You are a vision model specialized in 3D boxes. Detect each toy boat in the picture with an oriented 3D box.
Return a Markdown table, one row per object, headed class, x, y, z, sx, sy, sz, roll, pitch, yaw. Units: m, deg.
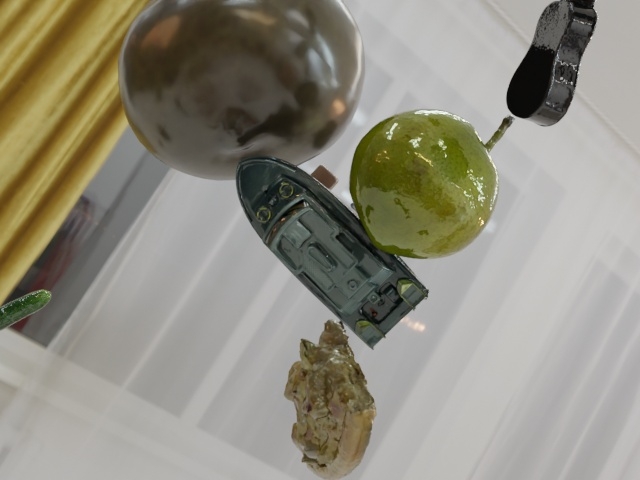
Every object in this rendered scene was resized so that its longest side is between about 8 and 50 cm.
| class | x | y | z | sx | sy | sz | roll | pitch | yaw |
| --- | --- | --- | --- | --- | --- | --- | --- | --- | --- |
| toy boat | 0.000 | 0.002 | 0.895 | 0.296 | 0.114 | 0.122 | 44 | 15 | 1 |

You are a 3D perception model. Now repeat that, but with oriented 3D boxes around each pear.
| class | x | y | z | sx | sy | sz | roll | pitch | yaw |
| --- | --- | --- | --- | --- | --- | --- | --- | --- | --- |
| pear | 0.140 | -0.074 | 0.820 | 0.180 | 0.216 | 0.166 | 63 | -4 | 23 |

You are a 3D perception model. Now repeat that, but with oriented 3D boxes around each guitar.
| class | x | y | z | sx | sy | sz | roll | pitch | yaw |
| --- | --- | --- | --- | --- | --- | --- | --- | --- | --- |
| guitar | 0.256 | -0.243 | 0.673 | 0.038 | 0.271 | 0.084 | 16 | 16 | -18 |

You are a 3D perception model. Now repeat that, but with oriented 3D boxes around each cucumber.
| class | x | y | z | sx | sy | sz | roll | pitch | yaw |
| --- | --- | --- | --- | --- | --- | --- | --- | --- | --- |
| cucumber | -0.506 | 0.120 | 1.126 | 0.037 | 0.155 | 0.037 | 58 | -13 | 21 |

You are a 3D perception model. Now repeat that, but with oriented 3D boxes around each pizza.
| class | x | y | z | sx | sy | sz | roll | pitch | yaw |
| --- | --- | --- | --- | --- | --- | --- | --- | --- | --- |
| pizza | 0.002 | 0.249 | 1.076 | 0.089 | 0.223 | 0.323 | -6 | -28 | -17 |

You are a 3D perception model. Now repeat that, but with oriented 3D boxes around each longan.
| class | x | y | z | sx | sy | sz | roll | pitch | yaw |
| --- | --- | --- | --- | --- | --- | --- | --- | --- | --- |
| longan | -0.114 | -0.246 | 1.035 | 0.361 | 0.361 | 0.361 | 31 | -7 | 4 |

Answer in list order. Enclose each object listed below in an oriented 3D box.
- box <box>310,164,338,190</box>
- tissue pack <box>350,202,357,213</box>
| class | x | y | z | sx | sy | sz | roll | pitch | yaw |
| --- | --- | --- | --- | --- | --- | --- | --- | --- | --- |
| box | -0.020 | -0.085 | 1.289 | 0.048 | 0.115 | 0.025 | 43 | 1 | 11 |
| tissue pack | 0.137 | -0.027 | 1.140 | 0.155 | 0.065 | 0.115 | 0 | 8 | -17 |
